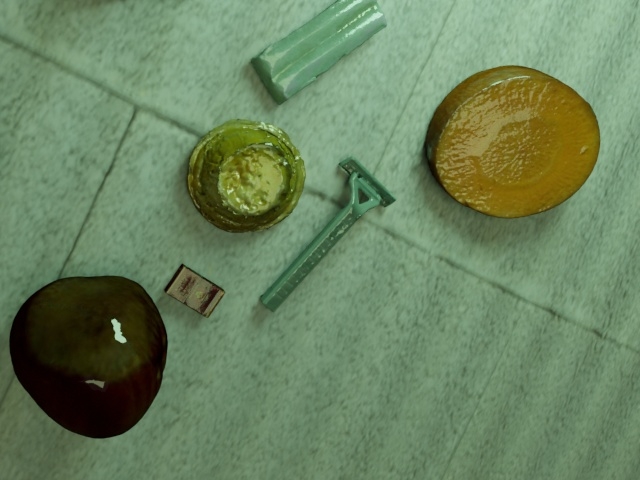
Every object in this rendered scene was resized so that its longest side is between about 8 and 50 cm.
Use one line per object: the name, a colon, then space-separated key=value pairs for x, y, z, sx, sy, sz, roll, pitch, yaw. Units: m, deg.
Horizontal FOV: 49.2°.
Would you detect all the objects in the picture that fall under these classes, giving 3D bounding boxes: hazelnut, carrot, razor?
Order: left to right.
hazelnut: x=-0.321 y=0.169 z=0.982 sx=0.229 sy=0.229 sz=0.230 roll=-4 pitch=102 yaw=-19
razor: x=0.003 y=0.003 z=1.143 sx=0.111 sy=0.056 sz=0.278 roll=41 pitch=85 yaw=-24
carrot: x=0.327 y=-0.170 z=1.215 sx=0.306 sy=0.100 sz=0.259 roll=-8 pitch=105 yaw=-10

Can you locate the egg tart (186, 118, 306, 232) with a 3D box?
egg tart: x=-0.110 y=-0.095 z=1.075 sx=0.191 sy=0.074 sz=0.192 roll=-4 pitch=104 yaw=-17

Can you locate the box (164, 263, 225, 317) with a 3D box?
box: x=-0.198 y=0.080 z=1.104 sx=0.082 sy=0.023 sz=0.052 roll=35 pitch=89 yaw=-23

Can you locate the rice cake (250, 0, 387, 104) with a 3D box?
rice cake: x=0.002 y=-0.309 z=1.087 sx=0.226 sy=0.040 sz=0.085 roll=-38 pitch=110 yaw=-9
